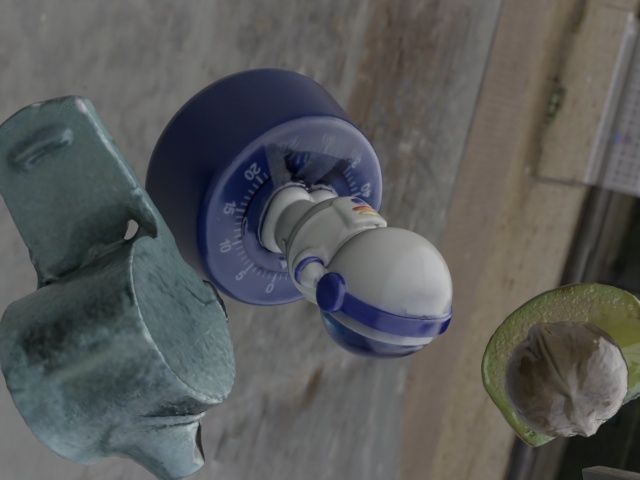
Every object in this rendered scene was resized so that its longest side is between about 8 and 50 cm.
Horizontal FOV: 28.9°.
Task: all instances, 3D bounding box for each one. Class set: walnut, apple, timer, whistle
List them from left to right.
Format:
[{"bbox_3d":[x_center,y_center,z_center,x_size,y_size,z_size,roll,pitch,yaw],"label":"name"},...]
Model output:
[{"bbox_3d":[-0.221,0.049,1.292,0.188,0.168,0.405,34,34,-58],"label":"whistle"},{"bbox_3d":[0.000,0.000,1.348,0.270,0.383,0.270,-16,125,-25],"label":"timer"},{"bbox_3d":[0.277,0.156,1.403,0.162,0.140,0.140,-84,-174,-78],"label":"walnut"},{"bbox_3d":[0.359,0.165,1.775,0.265,0.193,0.120,-29,164,2],"label":"apple"}]

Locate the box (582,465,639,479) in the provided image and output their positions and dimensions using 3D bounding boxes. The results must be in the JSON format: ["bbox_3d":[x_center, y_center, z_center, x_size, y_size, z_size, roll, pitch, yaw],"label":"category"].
[{"bbox_3d":[0.578,0.516,2.277,0.325,0.047,0.180,156,-75,-76],"label":"box"}]

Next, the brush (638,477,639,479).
[{"bbox_3d":[0.550,0.377,2.006,0.048,0.054,0.282,-50,159,-27],"label":"brush"}]
